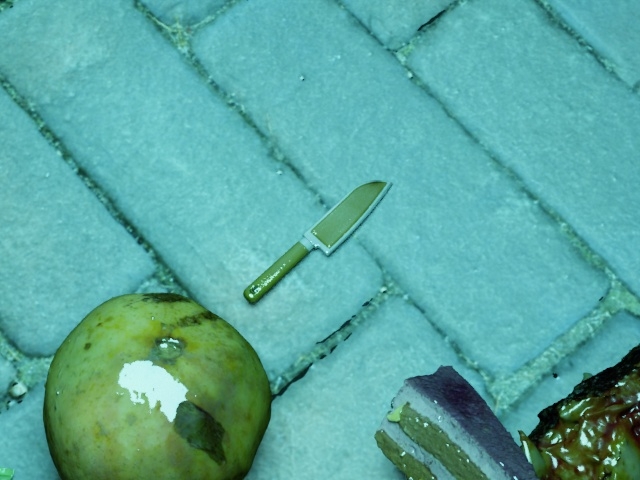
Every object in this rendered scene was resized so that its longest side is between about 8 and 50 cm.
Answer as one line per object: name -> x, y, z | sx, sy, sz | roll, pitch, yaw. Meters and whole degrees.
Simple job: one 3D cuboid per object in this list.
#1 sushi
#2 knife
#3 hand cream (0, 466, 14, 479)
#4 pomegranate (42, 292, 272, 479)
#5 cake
sushi -> 0.371, 0.230, 1.506 | 0.343, 0.182, 0.196 | -35, 68, -12
knife -> 0.000, 0.001, 1.669 | 0.256, 0.022, 0.046 | -42, 69, -15
hand cream -> -0.448, 0.362, 1.557 | 0.095, 0.046, 0.175 | 9, 66, 5
pomegranate -> -0.201, 0.200, 1.492 | 0.281, 0.281, 0.281 | 0, 72, 1
cake -> 0.167, 0.263, 1.452 | 0.112, 0.116, 0.295 | 1, 30, -31
